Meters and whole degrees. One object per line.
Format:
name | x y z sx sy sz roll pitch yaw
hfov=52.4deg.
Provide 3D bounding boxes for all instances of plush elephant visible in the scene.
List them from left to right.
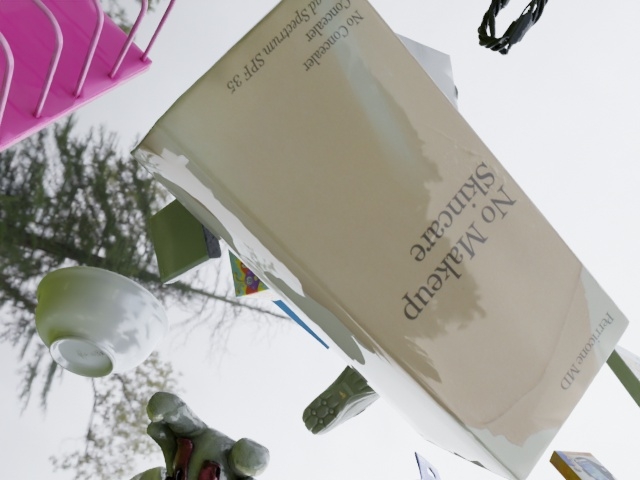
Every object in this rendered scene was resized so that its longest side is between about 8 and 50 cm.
plush elephant | -0.265 0.499 1.284 0.255 0.272 0.330 -55 163 -28

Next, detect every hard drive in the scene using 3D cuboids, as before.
hard drive | -0.175 -0.005 0.833 0.135 0.022 0.094 -25 -104 48

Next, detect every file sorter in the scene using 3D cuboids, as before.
file sorter | -0.350 -0.288 0.805 0.182 0.202 0.291 -41 -174 47

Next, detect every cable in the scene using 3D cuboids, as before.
cable | 0.410 -0.490 1.384 0.184 0.047 0.150 -63 -151 19

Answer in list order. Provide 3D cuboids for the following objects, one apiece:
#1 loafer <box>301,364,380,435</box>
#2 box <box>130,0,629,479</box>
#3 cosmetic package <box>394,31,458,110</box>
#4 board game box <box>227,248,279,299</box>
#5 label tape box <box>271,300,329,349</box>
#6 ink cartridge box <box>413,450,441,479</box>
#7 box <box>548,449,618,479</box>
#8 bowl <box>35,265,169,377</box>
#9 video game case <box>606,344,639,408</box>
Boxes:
loafer | 0.092 0.359 1.599 0.319 0.111 0.112 -38 -109 10
box | 0.043 -0.002 0.431 0.148 0.311 0.121 -50 -163 -15
cosmetic package | 0.087 -0.214 0.910 0.107 0.238 0.127 -15 -105 42
board game box | 0.000 0.000 1.072 0.275 0.142 0.144 -16 -103 21
label tape box | 0.052 0.077 1.653 0.334 0.240 0.106 -54 -162 -22
ink cartridge box | 0.209 0.565 1.194 0.065 0.186 0.311 -18 -124 16
box | 0.447 0.395 1.059 0.136 0.081 0.028 -132 -125 -65
bowl | -0.491 0.203 1.407 0.298 0.298 0.134 -41 -154 39
video game case | 0.484 0.240 0.840 0.026 0.206 0.227 -54 -158 22
